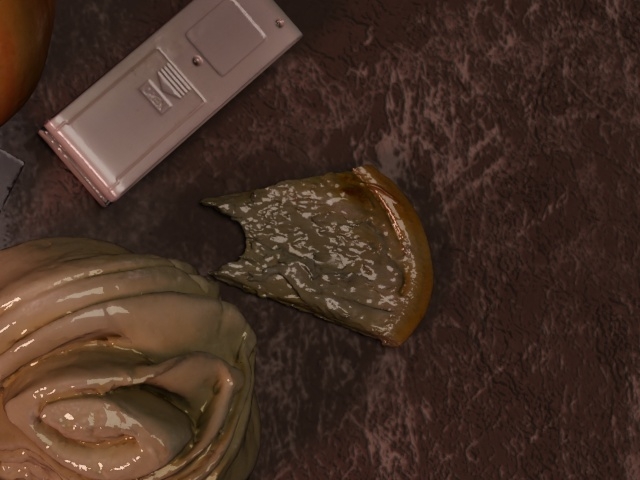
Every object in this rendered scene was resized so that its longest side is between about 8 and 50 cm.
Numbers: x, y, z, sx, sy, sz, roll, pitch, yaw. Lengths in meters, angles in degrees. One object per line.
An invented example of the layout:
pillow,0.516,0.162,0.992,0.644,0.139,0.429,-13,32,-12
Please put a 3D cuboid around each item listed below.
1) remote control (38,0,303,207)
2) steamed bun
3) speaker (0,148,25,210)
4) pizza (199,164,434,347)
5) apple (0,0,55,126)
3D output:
remote control,-0.148,-0.158,1.935,0.277,0.055,0.103,-44,97,-26
steamed bun,-0.185,0.124,1.774,0.276,0.203,0.289,-15,84,-24
speaker,-0.363,0.003,1.815,0.082,0.044,0.218,29,69,-14
pizza,0.000,0.000,1.972,0.262,0.034,0.181,14,74,-19
apple,-0.360,-0.211,1.748,0.242,0.241,0.242,7,54,-10
